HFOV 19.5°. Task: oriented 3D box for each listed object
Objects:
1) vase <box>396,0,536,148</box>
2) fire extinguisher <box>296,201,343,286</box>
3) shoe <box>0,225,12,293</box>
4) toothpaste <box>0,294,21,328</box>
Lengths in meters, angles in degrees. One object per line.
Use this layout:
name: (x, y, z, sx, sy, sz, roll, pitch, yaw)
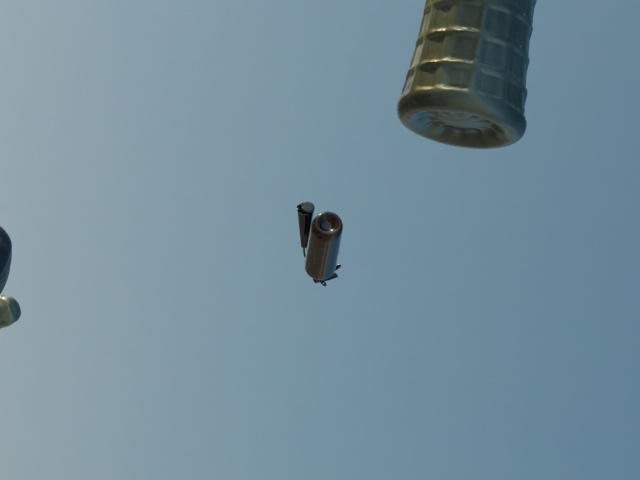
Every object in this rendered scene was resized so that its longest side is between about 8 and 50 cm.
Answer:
vase: (0.146, -0.234, 1.604, 0.143, 0.143, 0.298, 150, -47, -69)
fire extinguisher: (-0.005, 0.003, 1.413, 0.046, 0.032, 0.100, 35, -25, 12)
shoe: (-0.395, 0.027, 1.930, 0.099, 0.227, 0.112, 37, -47, 12)
toothpaste: (-0.335, 0.090, 1.506, 0.037, 0.216, 0.062, 21, 51, -63)
